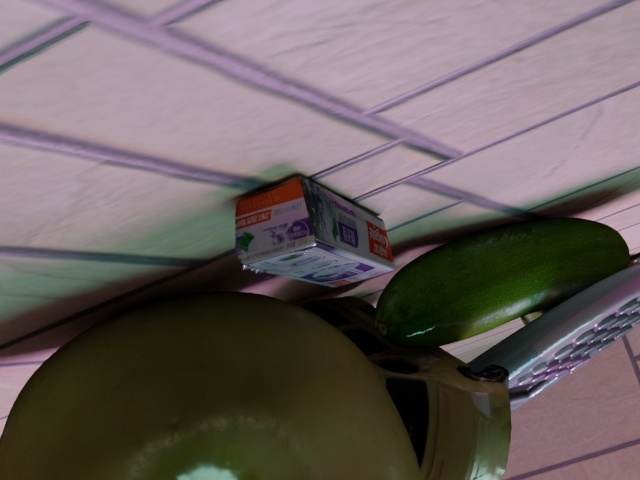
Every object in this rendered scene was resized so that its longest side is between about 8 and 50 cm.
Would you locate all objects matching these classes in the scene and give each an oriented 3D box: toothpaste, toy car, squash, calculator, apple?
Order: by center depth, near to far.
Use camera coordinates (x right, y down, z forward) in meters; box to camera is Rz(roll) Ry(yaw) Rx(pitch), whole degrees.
[{"bbox_3d":[0.000,0.000,0.702,0.047,0.040,0.196,-16,170,14],"label":"toothpaste"},{"bbox_3d":[-0.094,0.156,0.825,0.295,0.233,0.258,-28,-176,-8],"label":"apple"},{"bbox_3d":[0.049,0.128,0.983,0.124,0.101,0.257,-3,-164,-27],"label":"toy car"},{"bbox_3d":[0.162,0.027,1.000,0.292,0.082,0.082,-14,169,-36],"label":"squash"},{"bbox_3d":[0.195,0.108,1.067,0.299,0.041,0.185,-40,159,27],"label":"calculator"}]

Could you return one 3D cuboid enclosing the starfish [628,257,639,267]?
[{"bbox_3d":[0.460,0.042,1.699,0.241,0.043,0.227,-22,170,3],"label":"starfish"}]

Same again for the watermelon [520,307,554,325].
[{"bbox_3d":[0.392,0.103,1.853,0.135,0.125,0.094,-54,178,42],"label":"watermelon"}]
